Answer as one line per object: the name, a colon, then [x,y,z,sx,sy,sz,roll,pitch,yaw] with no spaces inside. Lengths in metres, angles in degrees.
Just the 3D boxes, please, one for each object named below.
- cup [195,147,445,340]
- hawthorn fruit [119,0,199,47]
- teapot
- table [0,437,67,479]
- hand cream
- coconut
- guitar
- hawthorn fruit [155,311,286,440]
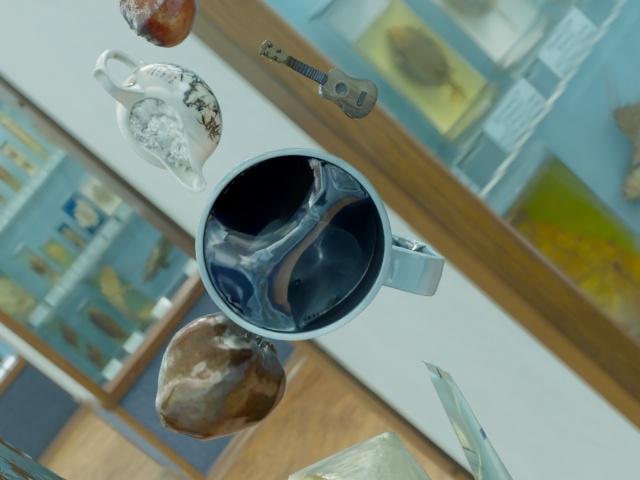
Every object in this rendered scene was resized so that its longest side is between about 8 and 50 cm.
cup: [-0.008,-0.019,1.752,0.331,0.256,0.311,-14,7,-1]
hawthorn fruit: [-0.314,-0.490,2.437,0.194,0.157,0.157,-65,15,-3]
teapot: [-0.302,-0.236,2.250,0.208,0.300,0.166,-29,25,47]
table: [-0.320,0.355,1.189,0.250,0.282,0.196,-56,8,-3]
hand cream: [0.256,0.343,1.997,0.067,0.320,0.109,-32,14,-12]
coconut: [0.078,0.465,1.955,0.329,0.329,0.329,-46,14,15]
guitar: [-0.009,-0.335,2.467,0.084,0.271,0.038,-66,18,-6]
hawthorn fruit: [-0.180,0.239,2.000,0.248,0.208,0.208,-46,14,18]
